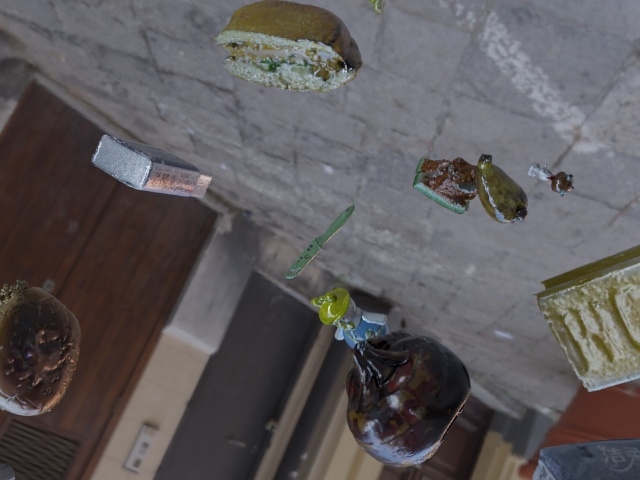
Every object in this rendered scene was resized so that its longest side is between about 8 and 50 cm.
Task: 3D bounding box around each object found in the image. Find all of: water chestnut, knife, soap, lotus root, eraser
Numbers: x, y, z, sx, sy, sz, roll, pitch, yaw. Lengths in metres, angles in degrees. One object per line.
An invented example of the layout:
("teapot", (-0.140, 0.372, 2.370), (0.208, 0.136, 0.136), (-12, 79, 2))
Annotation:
("water chestnut", (0.163, 0.313, 1.579), (0.244, 0.289, 0.289), (28, 166, 11))
("knife", (0.000, 0.000, 1.535), (0.030, 0.207, 0.014), (31, 159, 31))
("soap", (0.742, 0.185, 1.892), (0.335, 0.156, 0.294), (-25, 92, 32))
("lotus root", (0.434, -0.129, 1.900), (0.191, 0.108, 0.094), (54, 147, -9))
("eraser", (-0.306, -0.134, 1.437), (0.124, 0.068, 0.210), (26, -172, 20))

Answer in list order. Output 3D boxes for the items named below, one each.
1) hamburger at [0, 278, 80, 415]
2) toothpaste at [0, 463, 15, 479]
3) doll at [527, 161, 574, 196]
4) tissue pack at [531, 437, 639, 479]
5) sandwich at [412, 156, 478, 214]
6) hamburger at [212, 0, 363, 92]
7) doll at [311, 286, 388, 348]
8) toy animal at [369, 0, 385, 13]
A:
("hamburger", (-0.611, 0.218, 1.607), (0.146, 0.286, 0.243), (-4, -172, 32))
("toothpaste", (-0.695, 0.479, 1.410), (0.068, 0.099, 0.282), (31, -154, 31))
("doll", (0.396, -0.108, 1.320), (0.085, 0.040, 0.058), (32, -164, 19))
("tissue pack", (0.541, 0.467, 1.176), (0.287, 0.124, 0.394), (3, -156, -19))
("sandwich", (0.340, -0.159, 2.053), (0.184, 0.109, 0.160), (24, 168, 5))
("hamburger", (-0.043, -0.363, 1.441), (0.282, 0.157, 0.144), (13, 139, 21))
("doll", (0.077, 0.191, 1.816), (0.241, 0.099, 0.135), (40, 165, -30))
("toy animal", (0.044, -0.345, 0.942), (0.136, 0.181, 0.073), (19, 129, 19))
